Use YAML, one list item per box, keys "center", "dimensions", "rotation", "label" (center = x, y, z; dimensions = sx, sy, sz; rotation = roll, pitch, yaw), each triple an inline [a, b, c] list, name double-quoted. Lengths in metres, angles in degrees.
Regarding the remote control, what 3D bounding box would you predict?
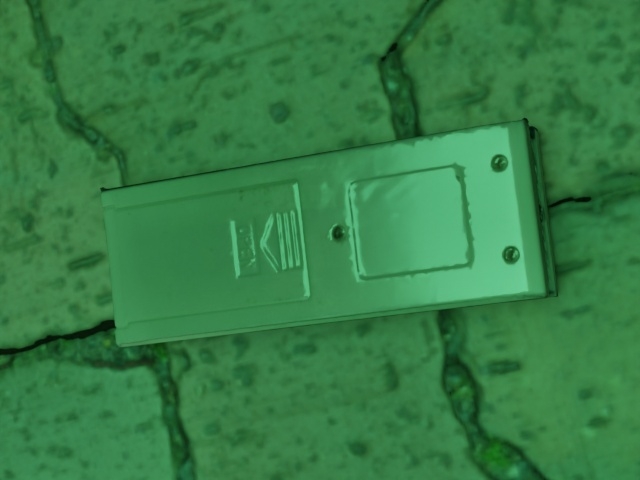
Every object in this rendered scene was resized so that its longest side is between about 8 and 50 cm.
- center: [0.000, 0.000, 0.780]
  dimensions: [0.277, 0.055, 0.103]
  rotation: [-8, 86, 21]
  label: "remote control"
